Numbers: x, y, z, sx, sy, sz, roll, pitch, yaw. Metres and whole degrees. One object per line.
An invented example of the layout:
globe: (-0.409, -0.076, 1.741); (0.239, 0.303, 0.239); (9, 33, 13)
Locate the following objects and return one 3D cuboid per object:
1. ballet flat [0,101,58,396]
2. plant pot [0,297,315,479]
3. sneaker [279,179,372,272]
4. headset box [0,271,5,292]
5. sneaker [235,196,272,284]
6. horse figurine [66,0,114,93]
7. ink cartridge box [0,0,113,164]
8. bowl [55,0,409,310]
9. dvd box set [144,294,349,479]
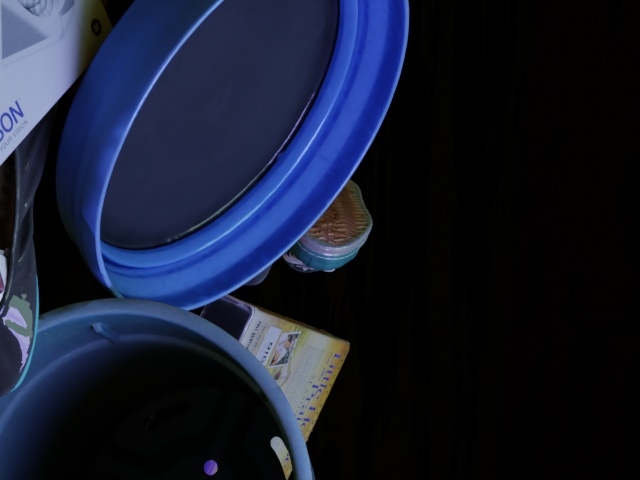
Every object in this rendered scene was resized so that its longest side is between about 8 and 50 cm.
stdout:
ballet flat: (-0.278, -0.015, 1.092); (0.096, 0.095, 0.280); (18, 74, -61)
plant pot: (-0.152, 0.245, 1.281); (0.334, 0.341, 0.341); (53, 50, -77)
sneaker: (0.000, 0.000, 1.783); (0.302, 0.108, 0.121); (-81, -171, -73)
headset box: (-0.328, 0.006, 0.720); (0.110, 0.218, 0.293); (69, 12, 16)
sneaker: (-0.132, -0.113, 1.384); (0.182, 0.158, 0.410); (-33, 129, -49)
horse figurine: (-0.158, -0.192, 1.253); (0.263, 0.066, 0.174); (-21, 132, -27)
ink cartridge box: (-0.259, -0.188, 1.003); (0.223, 0.045, 0.224); (-60, 137, -43)
bowl: (-0.076, -0.112, 1.226); (0.391, 0.077, 0.391); (-40, 153, -26)
dvd box set: (-0.103, 0.232, 1.671); (0.308, 0.062, 0.420); (-64, 161, -1)
